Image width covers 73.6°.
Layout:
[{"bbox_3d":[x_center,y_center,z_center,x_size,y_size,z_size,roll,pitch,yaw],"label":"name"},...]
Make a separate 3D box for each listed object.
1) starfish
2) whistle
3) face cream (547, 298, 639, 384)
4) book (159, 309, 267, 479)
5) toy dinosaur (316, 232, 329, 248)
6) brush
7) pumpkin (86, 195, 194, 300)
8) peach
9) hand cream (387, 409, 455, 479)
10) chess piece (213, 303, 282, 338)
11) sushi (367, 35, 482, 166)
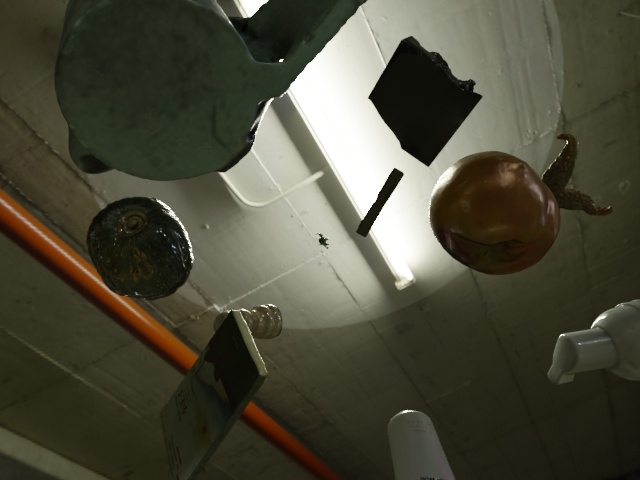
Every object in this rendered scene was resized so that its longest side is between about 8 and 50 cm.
[{"bbox_3d":[0.620,-0.132,1.188,0.375,0.094,0.327,21,-52,0],"label":"starfish"},{"bbox_3d":[-0.105,-0.208,0.473,0.405,0.168,0.188,-20,-44,-8],"label":"whistle"},{"bbox_3d":[0.591,0.175,0.761,0.370,0.145,0.145,-10,-54,0],"label":"face cream"},{"bbox_3d":[-0.208,0.293,0.799,0.026,0.201,0.289,28,-80,-36],"label":"book"},{"bbox_3d":[0.000,0.000,1.319,0.062,0.083,0.021,47,-118,-28],"label":"toy dinosaur"},{"bbox_3d":[0.148,-0.095,1.078,0.034,0.027,0.190,26,-72,-12],"label":"brush"},{"bbox_3d":[-0.551,0.033,1.322,0.292,0.327,0.257,-24,-29,-12],"label":"pumpkin"},{"bbox_3d":[0.186,-0.033,0.475,0.138,0.138,0.138,-6,-55,-8],"label":"peach"},{"bbox_3d":[0.242,0.555,0.976,0.186,0.358,0.118,12,-67,-9],"label":"hand cream"},{"bbox_3d":[-0.276,0.306,1.591,0.261,0.142,0.142,11,-54,-52],"label":"chess piece"},{"bbox_3d":[0.265,-0.363,1.103,0.227,0.212,0.215,36,-54,3],"label":"sushi"}]
